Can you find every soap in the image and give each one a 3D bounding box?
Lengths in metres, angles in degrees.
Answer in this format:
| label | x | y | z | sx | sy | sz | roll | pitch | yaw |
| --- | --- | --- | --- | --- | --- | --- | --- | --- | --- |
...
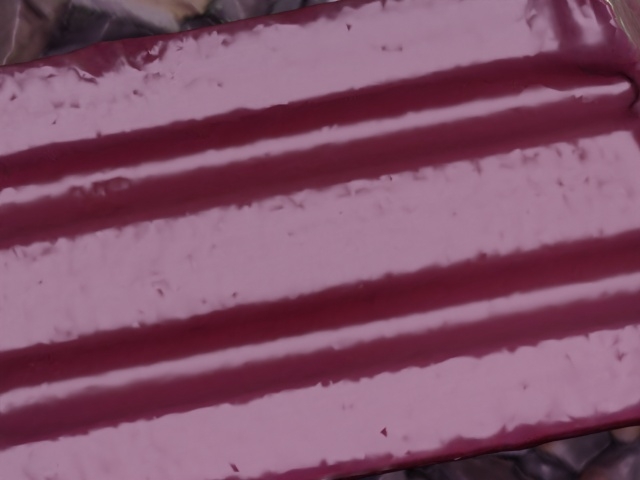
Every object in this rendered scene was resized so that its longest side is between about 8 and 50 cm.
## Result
| label | x | y | z | sx | sy | sz | roll | pitch | yaw |
| --- | --- | --- | --- | --- | --- | --- | --- | --- | --- |
| soap | 0.000 | 0.000 | 0.917 | 0.359 | 0.128 | 0.233 | -11 | 89 | -1 |
